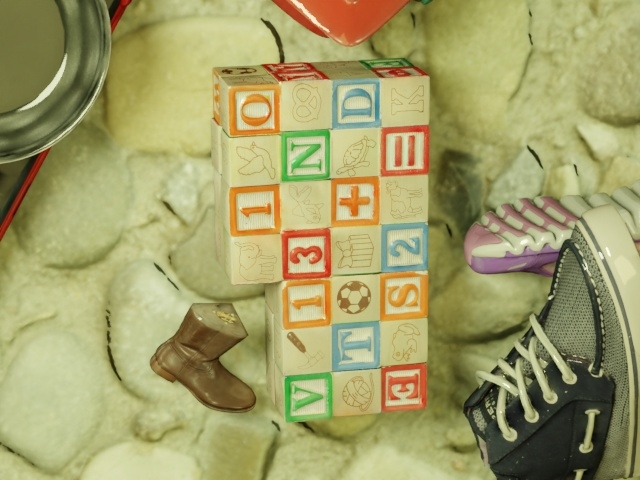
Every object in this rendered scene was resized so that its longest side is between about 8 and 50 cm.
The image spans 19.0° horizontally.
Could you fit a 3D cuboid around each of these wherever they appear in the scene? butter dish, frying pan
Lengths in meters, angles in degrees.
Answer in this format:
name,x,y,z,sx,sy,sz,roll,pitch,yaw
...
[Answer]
name,x,y,z,sx,sy,sz,roll,pitch,yaw
butter dish,0.005,-0.232,1.555,0.160,0.118,0.160,43,65,3
frying pan,-0.236,-0.216,1.477,0.197,0.053,0.326,23,97,-12

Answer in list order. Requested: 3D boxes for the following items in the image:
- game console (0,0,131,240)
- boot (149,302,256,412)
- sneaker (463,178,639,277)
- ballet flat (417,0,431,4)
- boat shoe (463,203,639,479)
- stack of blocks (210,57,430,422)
name,x,y,z,sx,sy,sz,roll,pitch,yaw
game console,-0.365,-0.155,1.530,0.342,0.060,0.386,28,97,-12
boot,-0.081,0.098,1.634,0.106,0.037,0.114,24,139,-16
sneaker,0.244,0.012,1.692,0.236,0.095,0.104,-9,115,-11
ballet flat,0.154,-0.288,1.601,0.232,0.080,0.073,-36,91,-7
boat shoe,0.202,0.115,1.634,0.158,0.127,0.340,-18,138,-4
stack of blocks,0.000,0.000,1.631,0.171,0.087,0.297,-4,106,-11
